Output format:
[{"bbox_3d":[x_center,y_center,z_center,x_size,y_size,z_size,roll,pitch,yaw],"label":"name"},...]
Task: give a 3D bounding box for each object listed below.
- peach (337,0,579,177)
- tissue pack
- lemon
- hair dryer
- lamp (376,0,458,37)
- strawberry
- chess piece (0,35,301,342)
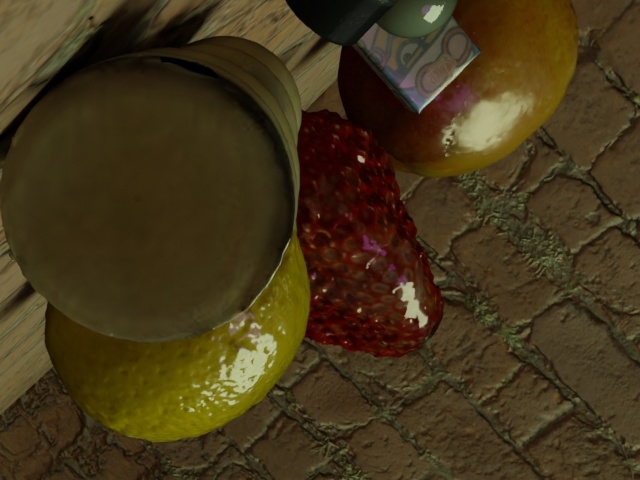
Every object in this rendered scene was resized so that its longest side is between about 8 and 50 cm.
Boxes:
[{"bbox_3d":[0.185,-0.247,1.805,0.372,0.290,0.372,-40,-171,8],"label":"peach"},{"bbox_3d":[0.103,-0.248,1.586,0.115,0.155,0.065,-44,-153,-1],"label":"tissue pack"},{"bbox_3d":[-0.141,0.070,1.339,0.310,0.253,0.253,-39,-176,18],"label":"lemon"},{"bbox_3d":[0.053,-0.227,0.929,0.124,0.071,0.219,-43,-171,28],"label":"hair dryer"},{"bbox_3d":[0.097,-0.267,1.390,0.105,0.105,0.105,-44,-177,3],"label":"lamp"},{"bbox_3d":[0.000,0.000,1.541,0.267,0.351,0.312,-44,175,-4],"label":"strawberry"},{"bbox_3d":[-0.066,-0.050,0.719,0.143,0.143,0.261,-44,-174,16],"label":"chess piece"}]
